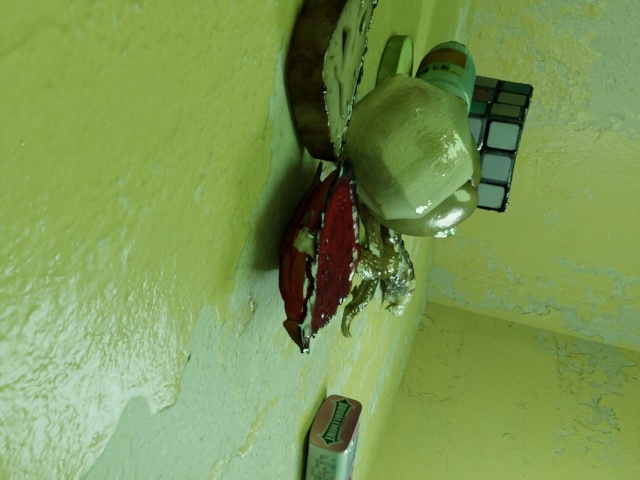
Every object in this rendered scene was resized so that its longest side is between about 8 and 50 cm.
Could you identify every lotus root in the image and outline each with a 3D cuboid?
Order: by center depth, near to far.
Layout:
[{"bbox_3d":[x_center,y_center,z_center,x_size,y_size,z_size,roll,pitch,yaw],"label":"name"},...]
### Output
[{"bbox_3d":[0.012,-0.256,0.847,0.170,0.074,0.261,5,99,-74],"label":"lotus root"}]

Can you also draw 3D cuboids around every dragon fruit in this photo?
[{"bbox_3d":[0.000,0.000,0.951,0.343,0.100,0.282,-20,122,-75],"label":"dragon fruit"}]

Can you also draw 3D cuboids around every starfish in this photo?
[{"bbox_3d":[0.102,0.061,1.380,0.327,0.094,0.375,82,20,-47],"label":"starfish"}]

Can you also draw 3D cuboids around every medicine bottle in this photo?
[{"bbox_3d":[0.312,-0.385,1.492,0.318,0.158,0.158,-65,161,-47],"label":"medicine bottle"}]

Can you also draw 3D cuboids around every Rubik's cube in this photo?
[{"bbox_3d":[0.510,-0.347,2.006,0.359,0.363,0.362,-58,154,-46],"label":"Rubik's cube"}]

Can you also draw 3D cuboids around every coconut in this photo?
[{"bbox_3d":[0.157,-0.179,1.063,0.247,0.245,0.245,-41,160,-1],"label":"coconut"}]

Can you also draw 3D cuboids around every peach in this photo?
[{"bbox_3d":[0.229,-0.150,1.301,0.292,0.247,0.293,-2,92,-47],"label":"peach"}]

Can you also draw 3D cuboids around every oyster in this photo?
[{"bbox_3d":[0.274,0.118,2.019,0.271,0.100,0.275,30,77,-58],"label":"oyster"}]

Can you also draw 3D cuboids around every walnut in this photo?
[{"bbox_3d":[0.155,0.055,1.535,0.124,0.105,0.105,117,-10,-75],"label":"walnut"}]

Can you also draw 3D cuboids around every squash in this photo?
[{"bbox_3d":[0.181,-0.372,1.409,0.252,0.048,0.252,10,90,-74],"label":"squash"}]

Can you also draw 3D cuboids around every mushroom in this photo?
[{"bbox_3d":[0.180,-0.035,1.585,0.126,0.084,0.109,-1,103,-73],"label":"mushroom"}]

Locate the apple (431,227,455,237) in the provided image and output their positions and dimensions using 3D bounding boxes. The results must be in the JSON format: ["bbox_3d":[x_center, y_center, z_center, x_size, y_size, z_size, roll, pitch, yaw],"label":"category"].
[{"bbox_3d":[0.314,-0.165,1.625,0.254,0.179,0.346,-51,150,-31],"label":"apple"}]

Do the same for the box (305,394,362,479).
[{"bbox_3d":[0.024,0.603,1.508,0.190,0.112,0.370,-50,151,-59],"label":"box"}]
